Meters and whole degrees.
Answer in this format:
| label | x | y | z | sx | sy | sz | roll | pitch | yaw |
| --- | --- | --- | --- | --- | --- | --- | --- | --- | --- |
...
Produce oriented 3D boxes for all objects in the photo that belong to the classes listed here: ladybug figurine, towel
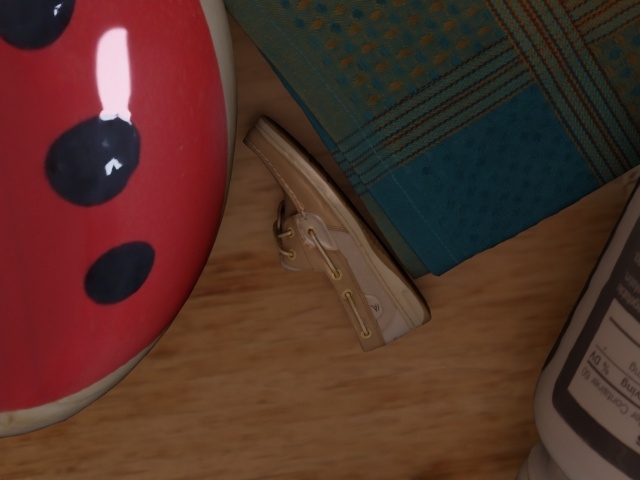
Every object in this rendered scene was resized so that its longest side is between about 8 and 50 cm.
| label | x | y | z | sx | sy | sz | roll | pitch | yaw |
| --- | --- | --- | --- | --- | --- | --- | --- | --- | --- |
| ladybug figurine | -0.198 | -0.054 | 1.044 | 0.305 | 0.162 | 0.449 | -2 | 129 | -2 |
| towel | 0.153 | -0.157 | 1.113 | 0.370 | 0.040 | 0.271 | -31 | 122 | 6 |

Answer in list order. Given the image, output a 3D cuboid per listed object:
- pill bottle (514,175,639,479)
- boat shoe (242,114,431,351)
| label | x | y | z | sx | sy | sz | roll | pitch | yaw |
| --- | --- | --- | --- | --- | --- | --- | --- | --- | --- |
| pill bottle | 0.251 | 0.063 | 1.114 | 0.204 | 0.204 | 0.361 | 22 | 112 | -6 |
| boat shoe | 0.000 | 0.000 | 1.176 | 0.059 | 0.063 | 0.170 | -37 | 103 | 4 |
